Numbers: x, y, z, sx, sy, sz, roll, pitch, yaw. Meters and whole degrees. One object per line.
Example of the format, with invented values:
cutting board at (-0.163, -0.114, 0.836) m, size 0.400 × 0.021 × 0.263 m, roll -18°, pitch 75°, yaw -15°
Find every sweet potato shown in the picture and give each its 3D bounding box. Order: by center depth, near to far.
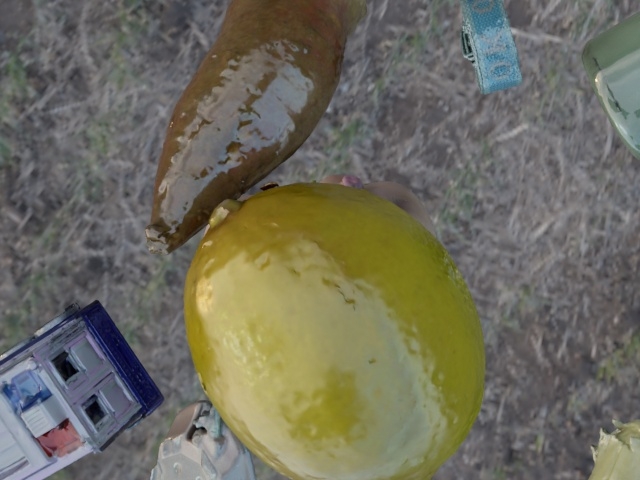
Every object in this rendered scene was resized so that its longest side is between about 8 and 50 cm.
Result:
sweet potato at (-0.057, -0.123, 1.067) m, size 0.131 × 0.337 × 0.131 m, roll 18°, pitch 154°, yaw 9°

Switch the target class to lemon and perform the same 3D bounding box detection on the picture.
lemon at (0.012, 0.077, 0.985) m, size 0.236 × 0.236 × 0.263 m, roll -10°, pitch 130°, yaw 29°

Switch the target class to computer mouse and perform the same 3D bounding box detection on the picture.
computer mouse at (-0.168, 0.382, 1.839) m, size 0.199 × 0.115 × 0.389 m, roll 21°, pitch 110°, yaw 36°

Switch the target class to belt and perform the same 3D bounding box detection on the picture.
belt at (0.254, -0.304, 1.826) m, size 0.082 × 0.163 × 0.148 m, roll -12°, pitch 126°, yaw 8°

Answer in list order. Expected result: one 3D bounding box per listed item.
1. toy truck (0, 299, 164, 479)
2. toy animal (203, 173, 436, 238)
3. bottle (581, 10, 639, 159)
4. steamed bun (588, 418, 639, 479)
toy truck at (-0.288, 0.174, 1.069) m, size 0.268 × 0.155 × 0.124 m, roll -32°, pitch 94°, yaw 23°
toy animal at (0.002, 0.011, 1.265) m, size 0.250 × 0.166 × 0.154 m, roll -6°, pitch 138°, yaw -2°
bottle at (0.484, -0.236, 1.380) m, size 0.347 × 0.168 × 0.168 m, roll -29°, pitch 116°, yaw 18°
steamed bun at (0.457, 0.358, 1.529) m, size 0.273 × 0.232 × 0.166 m, roll 33°, pitch 177°, yaw -28°
